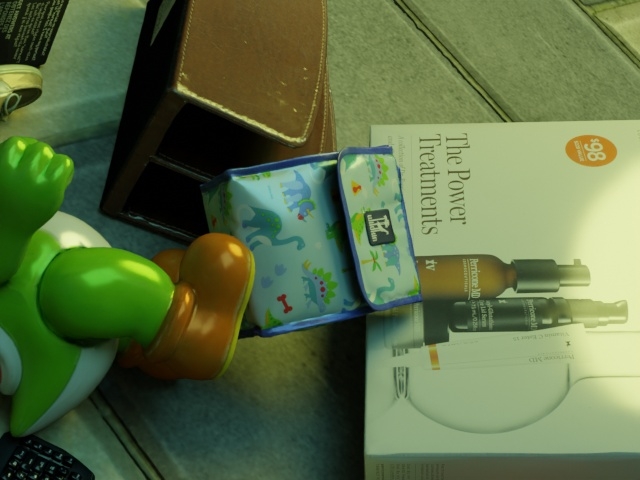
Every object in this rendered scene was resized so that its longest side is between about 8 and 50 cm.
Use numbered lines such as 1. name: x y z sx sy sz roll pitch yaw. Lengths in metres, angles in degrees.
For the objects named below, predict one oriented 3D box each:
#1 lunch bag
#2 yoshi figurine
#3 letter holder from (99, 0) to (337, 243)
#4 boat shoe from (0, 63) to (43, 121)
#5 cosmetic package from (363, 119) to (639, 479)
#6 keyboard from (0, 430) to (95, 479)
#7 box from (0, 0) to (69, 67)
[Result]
1. lunch bag: 0.000 0.000 0.929 0.151 0.096 0.128 -10 89 -23
2. yoshi figurine: -0.237 -0.013 0.837 0.362 0.203 0.203 13 29 -21
3. letter holder: -0.050 -0.137 1.099 0.215 0.152 0.301 22 42 -18
4. boat shoe: -0.285 -0.101 0.979 0.153 0.056 0.048 -22 75 -43
5. cosmetic package: 0.180 0.051 1.023 0.285 0.097 0.377 0 45 2
6. keyboard: -0.192 0.200 0.764 0.100 0.038 0.192 30 41 -7
7. box: -0.331 -0.268 1.020 0.247 0.163 0.142 46 43 12
